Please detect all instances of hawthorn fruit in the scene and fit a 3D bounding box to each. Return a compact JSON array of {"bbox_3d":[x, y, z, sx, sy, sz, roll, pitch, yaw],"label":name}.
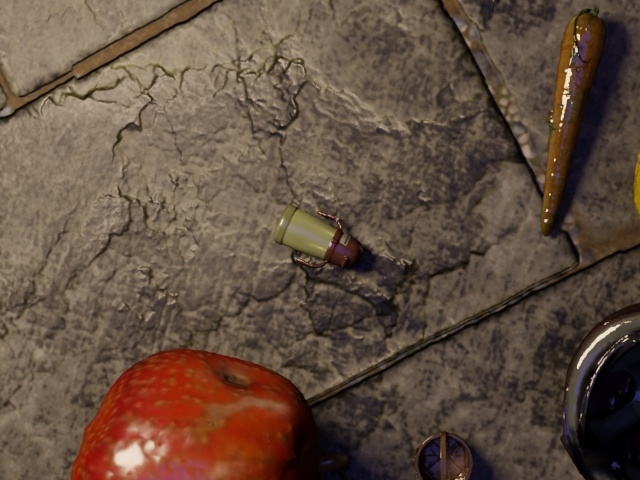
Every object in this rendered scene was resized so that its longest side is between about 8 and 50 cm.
[{"bbox_3d":[-0.118,0.247,1.251,0.300,0.275,0.275,-3,89,-6],"label":"hawthorn fruit"}]

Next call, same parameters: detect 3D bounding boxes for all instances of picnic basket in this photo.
[{"bbox_3d":[0.133,0.243,1.305,0.072,0.083,0.072,0,90,6],"label":"picnic basket"}]

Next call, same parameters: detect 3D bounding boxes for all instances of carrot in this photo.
[{"bbox_3d":[0.270,-0.129,1.318,0.049,0.049,0.254,11,95,7],"label":"carrot"}]

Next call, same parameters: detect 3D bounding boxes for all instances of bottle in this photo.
[{"bbox_3d":[-0.001,0.002,1.346,0.101,0.047,0.063,25,103,2],"label":"bottle"}]

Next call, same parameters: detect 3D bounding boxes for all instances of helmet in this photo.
[{"bbox_3d":[0.379,0.191,1.232,0.225,0.177,0.305,-42,92,10],"label":"helmet"}]

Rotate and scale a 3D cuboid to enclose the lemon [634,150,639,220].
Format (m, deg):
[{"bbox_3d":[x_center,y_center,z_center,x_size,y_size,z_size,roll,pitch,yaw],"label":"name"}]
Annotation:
[{"bbox_3d":[0.444,-0.048,1.157,0.268,0.322,0.268,-3,115,-5],"label":"lemon"}]
